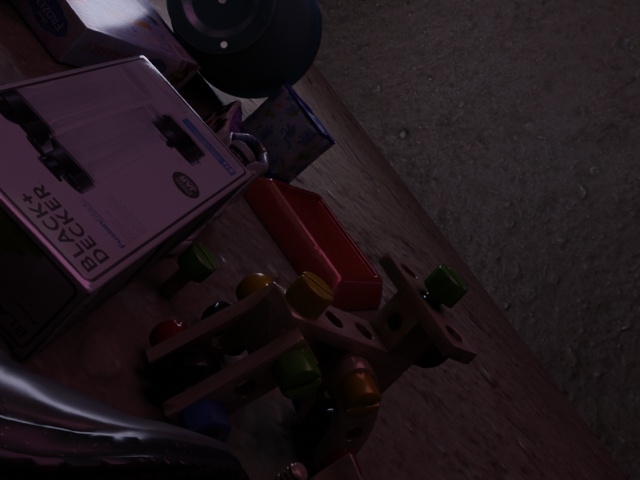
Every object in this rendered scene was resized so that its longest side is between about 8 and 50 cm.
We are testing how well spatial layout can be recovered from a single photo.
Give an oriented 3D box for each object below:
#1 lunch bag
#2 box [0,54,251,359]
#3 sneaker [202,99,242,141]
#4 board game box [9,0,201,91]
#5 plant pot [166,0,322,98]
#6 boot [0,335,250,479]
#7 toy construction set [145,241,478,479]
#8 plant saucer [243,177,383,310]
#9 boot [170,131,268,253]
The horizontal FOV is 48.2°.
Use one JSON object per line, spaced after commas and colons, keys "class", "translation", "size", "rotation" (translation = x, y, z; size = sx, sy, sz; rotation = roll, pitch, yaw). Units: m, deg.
{"class": "lunch bag", "translation": [-0.068, -0.200, 1.318], "size": [0.151, 0.129, 0.096], "rotation": [53, 11, 21]}
{"class": "box", "translation": [-0.189, -0.049, 0.595], "size": [0.169, 0.087, 0.290], "rotation": [49, 26, -3]}
{"class": "sneaker", "translation": [-0.156, -0.175, 1.176], "size": [0.071, 0.068, 0.170], "rotation": [59, 18, -27]}
{"class": "board game box", "translation": [-0.356, -0.372, 1.041], "size": [0.318, 0.066, 0.318], "rotation": [52, 16, 7]}
{"class": "plant pot", "translation": [-0.144, -0.400, 1.254], "size": [0.272, 0.271, 0.255], "rotation": [50, 8, 0]}
{"class": "boot", "translation": [-0.188, 0.062, 0.397], "size": [0.338, 0.118, 0.223], "rotation": [37, 14, -52]}
{"class": "toy construction set", "translation": [0.013, 0.109, 0.596], "size": [0.257, 0.237, 0.309], "rotation": [44, 16, -20]}
{"class": "plant saucer", "translation": [0.000, 0.000, 1.191], "size": [0.259, 0.047, 0.258], "rotation": [54, 15, 17]}
{"class": "boot", "translation": [-0.134, -0.073, 0.835], "size": [0.095, 0.123, 0.258], "rotation": [47, 15, -8]}
